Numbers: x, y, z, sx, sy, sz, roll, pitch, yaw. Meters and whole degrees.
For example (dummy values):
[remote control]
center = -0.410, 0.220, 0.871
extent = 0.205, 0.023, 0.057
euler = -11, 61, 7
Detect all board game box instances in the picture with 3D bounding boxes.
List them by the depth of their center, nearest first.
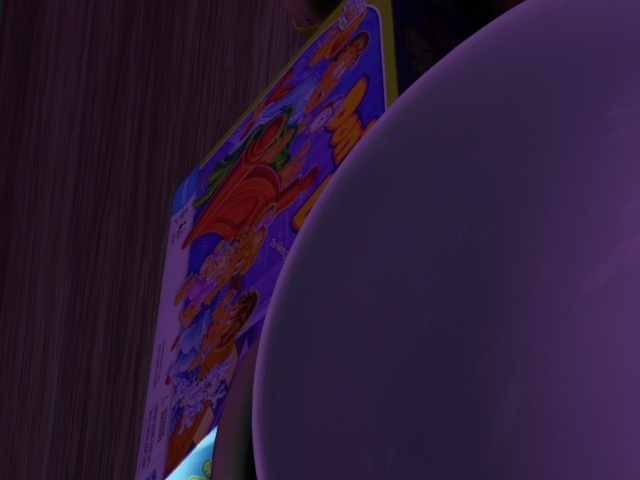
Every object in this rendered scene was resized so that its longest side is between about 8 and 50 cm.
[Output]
[board game box]
center = 0.000, 0.000, 1.073
extent = 0.233, 0.078, 0.347
euler = -47, 21, 24

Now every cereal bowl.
[cereal bowl]
center = 0.152, 0.048, 0.667
extent = 0.339, 0.141, 0.339
euler = -18, 48, 21

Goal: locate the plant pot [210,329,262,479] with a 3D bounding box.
[plant pot]
center = 0.076, 0.156, 0.849
extent = 0.229, 0.263, 0.263
euler = 101, 167, -60

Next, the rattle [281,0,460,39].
[rattle]
center = 0.046, -0.239, 1.271
extent = 0.142, 0.130, 0.200
euler = -28, 30, 52
